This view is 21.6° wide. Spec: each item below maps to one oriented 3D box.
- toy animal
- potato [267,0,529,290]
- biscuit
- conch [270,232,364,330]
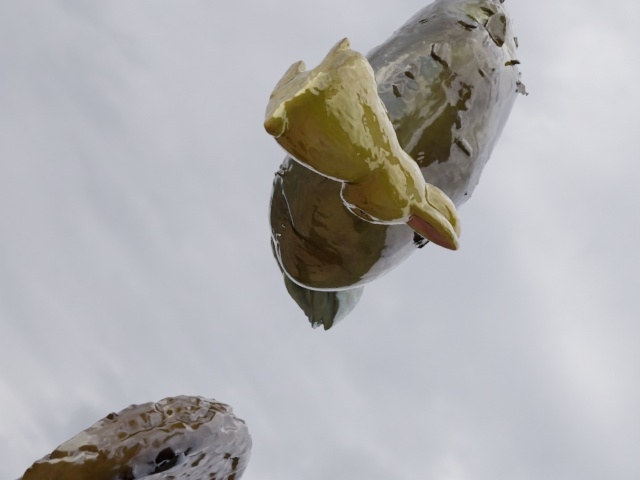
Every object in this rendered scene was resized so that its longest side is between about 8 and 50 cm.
[{"bbox_3d":[0.031,-0.045,1.080,0.070,0.083,0.159,-20,-59,43],"label":"toy animal"},{"bbox_3d":[0.072,-0.084,1.370,0.141,0.296,0.192,32,-20,9],"label":"potato"},{"bbox_3d":[-0.188,0.222,1.389,0.075,0.296,0.296,57,-24,20],"label":"biscuit"},{"bbox_3d":[0.003,0.013,1.868,0.116,0.106,0.173,107,-36,-63],"label":"conch"}]
